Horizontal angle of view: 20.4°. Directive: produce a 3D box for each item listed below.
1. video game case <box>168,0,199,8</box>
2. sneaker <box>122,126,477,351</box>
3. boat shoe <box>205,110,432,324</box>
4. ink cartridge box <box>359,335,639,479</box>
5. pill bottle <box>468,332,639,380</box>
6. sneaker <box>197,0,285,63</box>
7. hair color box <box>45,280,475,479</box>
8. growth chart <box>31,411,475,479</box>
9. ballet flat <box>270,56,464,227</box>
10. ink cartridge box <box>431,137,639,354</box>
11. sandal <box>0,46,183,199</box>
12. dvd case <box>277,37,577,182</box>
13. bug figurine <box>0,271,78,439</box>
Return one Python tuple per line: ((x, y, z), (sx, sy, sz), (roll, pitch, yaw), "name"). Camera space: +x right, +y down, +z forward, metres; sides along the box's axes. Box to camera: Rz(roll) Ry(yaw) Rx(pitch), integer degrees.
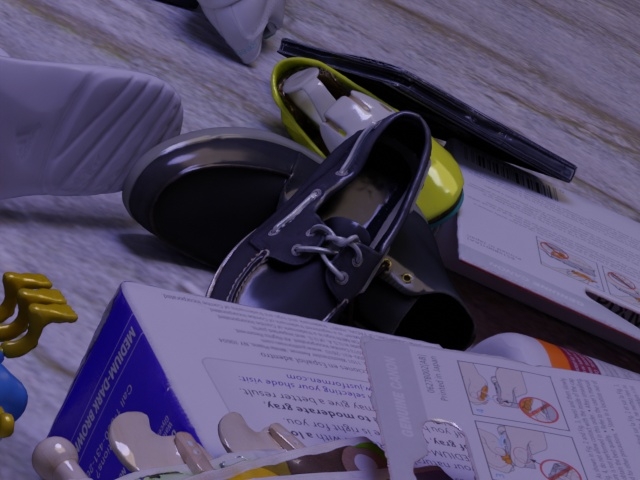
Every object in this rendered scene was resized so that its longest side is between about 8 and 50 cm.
((-0.252, -0.300, 1.537), (0.248, 0.035, 0.275), (12, 27, -32), "video game case")
((-0.005, 0.003, 1.068), (0.222, 0.083, 0.118), (12, 27, -32), "sneaker")
((0.000, 0.000, 0.996), (0.075, 0.065, 0.206), (37, 54, 2), "boat shoe")
((0.128, 0.120, 0.687), (0.225, 0.056, 0.181), (7, 29, -11), "ink cartridge box")
((0.171, 0.135, 0.921), (0.221, 0.121, 0.121), (20, 23, -18), "pill bottle")
((-0.055, -0.220, 1.507), (0.080, 0.094, 0.212), (-12, 28, 22), "sneaker")
((0.028, 0.163, 0.719), (0.185, 0.110, 0.339), (13, 24, -32), "hair color box")
((0.025, 0.119, 0.644), (0.237, 0.021, 0.172), (7, 29, -39), "growth chart")
((0.020, -0.076, 1.248), (0.077, 0.077, 0.231), (55, -6, -31), "ballet flat")
((0.203, 0.042, 1.245), (0.275, 0.060, 0.239), (24, 23, -6), "ink cartridge box")
((-0.200, -0.070, 1.004), (0.265, 0.102, 0.076), (3, 21, -44), "sandal")
((0.076, -0.103, 1.355), (0.164, 0.018, 0.221), (27, 1, -26), "dvd case")
((-0.257, 0.023, 0.759), (0.279, 0.072, 0.216), (7, 22, -30), "bug figurine")
